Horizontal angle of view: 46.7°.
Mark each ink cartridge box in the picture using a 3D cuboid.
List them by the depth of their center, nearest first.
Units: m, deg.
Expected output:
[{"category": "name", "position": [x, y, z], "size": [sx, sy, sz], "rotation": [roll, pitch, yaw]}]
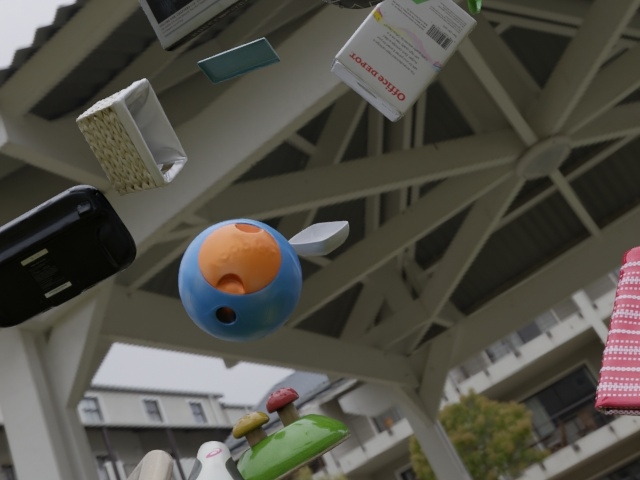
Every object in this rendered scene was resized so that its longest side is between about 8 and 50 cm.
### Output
[{"category": "ink cartridge box", "position": [0.185, -0.442, 1.694], "size": [0.278, 0.201, 0.117], "rotation": [-52, 5, -5]}]

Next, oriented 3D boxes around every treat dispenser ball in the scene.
[{"category": "treat dispenser ball", "position": [-0.187, 0.094, 1.734], "size": [0.288, 0.288, 0.288], "rotation": [-22, -27, -12]}]

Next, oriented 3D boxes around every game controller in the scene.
[{"category": "game controller", "position": [-0.479, 0.035, 1.279], "size": [0.319, 0.067, 0.166], "rotation": [-26, -64, 12]}]

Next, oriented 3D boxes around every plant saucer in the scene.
[{"category": "plant saucer", "position": [-0.181, -0.398, 1.638], "size": [0.192, 0.018, 0.067], "rotation": [-10, -41, 32]}]

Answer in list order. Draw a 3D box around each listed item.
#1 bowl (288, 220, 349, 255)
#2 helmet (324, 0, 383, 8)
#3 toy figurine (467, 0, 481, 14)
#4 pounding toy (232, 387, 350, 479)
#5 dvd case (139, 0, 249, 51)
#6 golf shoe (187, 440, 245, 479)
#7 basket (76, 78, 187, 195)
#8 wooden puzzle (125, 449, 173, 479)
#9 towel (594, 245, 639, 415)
[{"category": "bowl", "position": [0.000, 0.000, 1.994], "size": [0.142, 0.053, 0.142], "rotation": [-5, 20, 40]}, {"category": "helmet", "position": [0.038, -0.367, 0.906], "size": [0.169, 0.162, 0.169], "rotation": [-52, 10, 13]}, {"category": "toy figurine", "position": [0.030, -0.237, 0.538], "size": [0.159, 0.130, 0.173], "rotation": [0, -38, 18]}, {"category": "pounding toy", "position": [-0.084, 0.287, 1.048], "size": [0.237, 0.110, 0.183], "rotation": [-31, -12, 5]}, {"category": "dvd case", "position": [-0.159, -0.366, 0.843], "size": [0.179, 0.238, 0.029], "rotation": [-27, 2, 21]}, {"category": "golf shoe", "position": [-0.089, 0.321, 0.741], "size": [0.105, 0.120, 0.272], "rotation": [-2, -52, -7]}, {"category": "basket", "position": [-0.322, -0.173, 1.271], "size": [0.103, 0.113, 0.167], "rotation": [-14, -64, 20]}, {"category": "wooden puzzle", "position": [-0.362, 0.519, 1.128], "size": [0.081, 0.322, 0.348], "rotation": [30, -53, -20]}, {"category": "towel", "position": [0.424, 0.087, 0.826], "size": [0.199, 0.274, 0.031], "rotation": [-7, -57, 34]}]
